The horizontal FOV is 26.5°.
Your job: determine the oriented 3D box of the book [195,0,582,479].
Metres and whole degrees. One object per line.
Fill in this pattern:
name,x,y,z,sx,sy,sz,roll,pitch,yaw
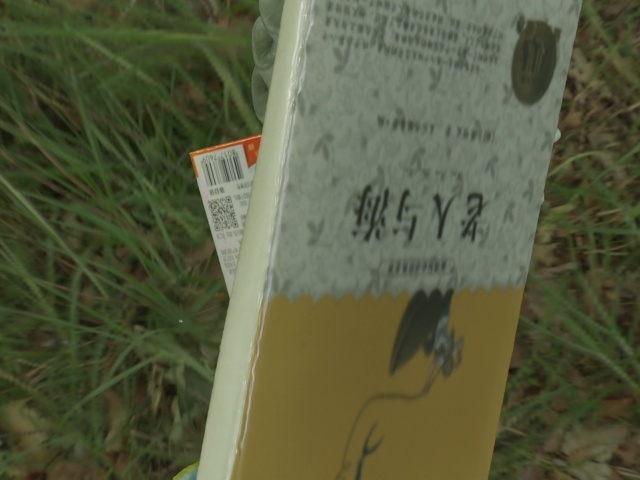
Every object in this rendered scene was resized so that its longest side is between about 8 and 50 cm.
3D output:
book,0.043,0.019,0.744,0.032,0.269,0.389,15,99,37

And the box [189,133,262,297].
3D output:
box,0.000,0.000,1.503,0.273,0.048,0.265,-10,98,35

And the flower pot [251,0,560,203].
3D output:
flower pot,0.044,-0.123,1.109,0.164,0.367,0.254,-6,85,-24

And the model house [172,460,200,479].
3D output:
model house,-0.027,0.281,1.460,0.237,0.303,0.215,-33,113,15
